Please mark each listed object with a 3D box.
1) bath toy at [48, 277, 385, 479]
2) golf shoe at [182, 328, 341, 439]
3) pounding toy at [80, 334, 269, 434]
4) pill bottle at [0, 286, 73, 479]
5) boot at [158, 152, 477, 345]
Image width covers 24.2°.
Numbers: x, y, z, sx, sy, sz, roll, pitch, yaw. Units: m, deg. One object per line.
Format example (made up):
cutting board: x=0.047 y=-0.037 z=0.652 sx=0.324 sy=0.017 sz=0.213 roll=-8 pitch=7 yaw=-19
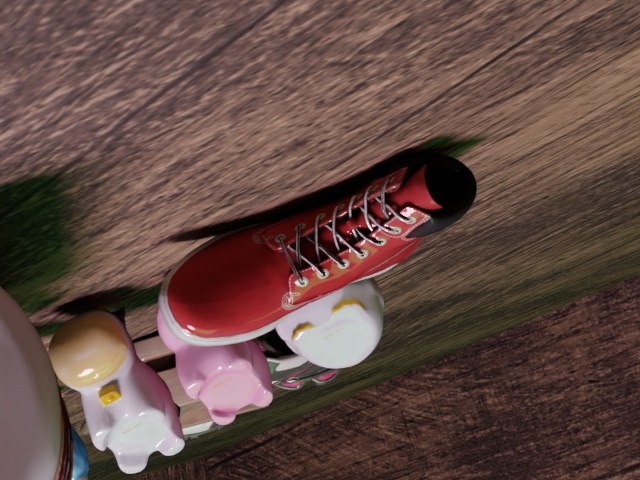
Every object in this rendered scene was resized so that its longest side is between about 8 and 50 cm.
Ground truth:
bath toy: x=-0.116 y=0.090 z=1.328 sx=0.348 sy=0.129 sz=0.151 roll=-24 pitch=133 yaw=4
golf shoe: x=-0.103 y=0.151 z=1.820 sx=0.273 sy=0.105 sz=0.120 roll=-23 pitch=155 yaw=-10
pounding toy: x=-0.186 y=0.147 z=1.623 sx=0.181 sy=0.094 sz=0.206 roll=-17 pitch=162 yaw=20
pill bottle: x=-0.282 y=0.145 z=1.019 sx=0.224 sy=0.224 sz=0.392 roll=-17 pitch=170 yaw=-11
boot: x=0.000 y=0.000 z=1.161 sx=0.244 sy=0.088 sz=0.176 roll=-22 pitch=173 yaw=-30
